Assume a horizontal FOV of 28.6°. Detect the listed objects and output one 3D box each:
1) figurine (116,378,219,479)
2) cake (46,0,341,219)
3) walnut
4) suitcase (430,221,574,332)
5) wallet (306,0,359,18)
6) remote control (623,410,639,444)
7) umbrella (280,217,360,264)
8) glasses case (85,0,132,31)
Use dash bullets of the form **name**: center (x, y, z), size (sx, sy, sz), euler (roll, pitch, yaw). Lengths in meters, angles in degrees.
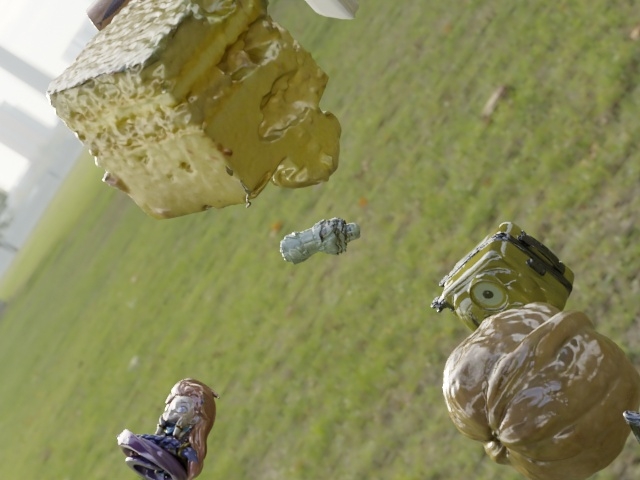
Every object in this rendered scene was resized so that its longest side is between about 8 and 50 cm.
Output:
- **figurine**: center (-0.191, 0.263, 1.673), size (0.126, 0.114, 0.157), euler (-15, 21, 44)
- **cake**: center (-0.134, -0.153, 1.515), size (0.227, 0.286, 0.222), euler (-6, 40, 46)
- **walnut**: center (0.352, 0.238, 1.974), size (0.285, 0.296, 0.285), euler (-37, -35, -32)
- **suitcase**: center (0.347, 0.099, 2.380), size (0.235, 0.194, 0.143), euler (-47, 9, 43)
- **wallet**: center (-0.012, -0.405, 1.983), size (0.095, 0.190, 0.033), euler (18, 78, 40)
- **remote control**: center (0.357, 0.220, 1.354), size (0.039, 0.096, 0.014), euler (4, 45, 49)
- **umbrella**: center (0.000, 0.000, 2.176), size (0.143, 0.067, 0.062), euler (-16, 10, 5)
- **glasses case**: center (-0.237, -0.345, 1.649), size (0.170, 0.041, 0.065), euler (-44, 42, 13)
